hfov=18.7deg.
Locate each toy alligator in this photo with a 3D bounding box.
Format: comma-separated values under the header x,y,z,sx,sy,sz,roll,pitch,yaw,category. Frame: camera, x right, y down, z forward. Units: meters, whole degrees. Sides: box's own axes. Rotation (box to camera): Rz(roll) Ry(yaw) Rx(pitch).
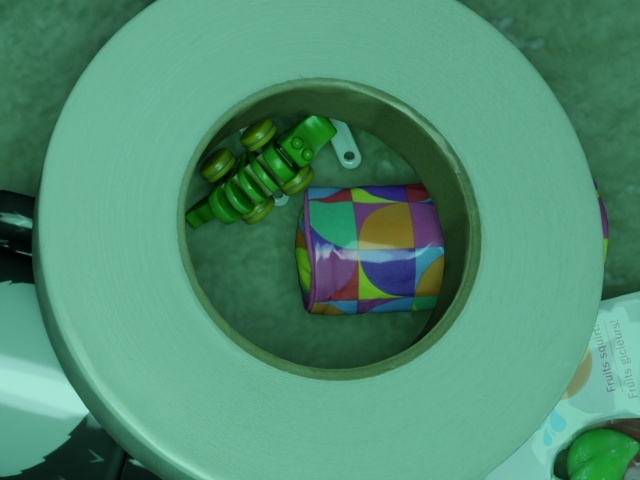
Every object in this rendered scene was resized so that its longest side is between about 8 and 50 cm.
x,y,z,sx,sy,sz,roll,pitch,yaw,category
-0.026,-0.062,1.421,0.189,0.051,0.056,-36,109,15,toy alligator

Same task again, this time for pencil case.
x,y,z,sx,sy,sz,roll,pitch,yaw,category
0.098,0.003,1.439,0.236,0.104,0.104,-2,90,-7,pencil case

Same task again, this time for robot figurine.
x,y,z,sx,sy,sz,roll,pitch,yaw,category
-0.213,0.098,1.370,0.278,0.173,0.209,17,49,-5,robot figurine

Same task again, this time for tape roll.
x,y,z,sx,sy,sz,roll,pitch,yaw,category
0.000,0.000,1.315,0.392,0.072,0.392,3,75,-12,tape roll

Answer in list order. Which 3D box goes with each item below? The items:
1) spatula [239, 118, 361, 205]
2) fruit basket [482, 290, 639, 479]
x,y,z,sx,sy,sz,roll,pitch,yaw,category
-0.020,-0.149,1.423,0.168,0.019,0.242,-20,112,8,spatula
0.289,0.189,1.422,0.353,0.165,0.327,-14,92,-1,fruit basket
